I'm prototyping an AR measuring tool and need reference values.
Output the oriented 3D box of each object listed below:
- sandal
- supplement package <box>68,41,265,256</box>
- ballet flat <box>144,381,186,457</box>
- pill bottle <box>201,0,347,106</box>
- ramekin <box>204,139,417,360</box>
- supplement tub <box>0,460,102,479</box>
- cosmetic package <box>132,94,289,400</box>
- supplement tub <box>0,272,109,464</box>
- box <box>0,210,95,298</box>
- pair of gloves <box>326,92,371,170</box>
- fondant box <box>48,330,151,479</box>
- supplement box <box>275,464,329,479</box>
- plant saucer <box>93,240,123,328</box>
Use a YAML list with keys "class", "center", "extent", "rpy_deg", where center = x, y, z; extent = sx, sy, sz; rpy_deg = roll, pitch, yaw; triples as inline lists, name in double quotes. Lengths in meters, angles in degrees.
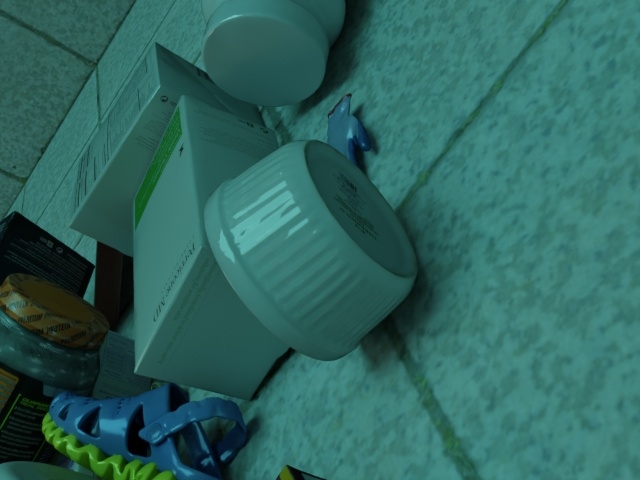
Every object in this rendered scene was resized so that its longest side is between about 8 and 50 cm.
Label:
- class: "sandal"
  center: [-0.197, 0.228, 0.934]
  extent: [0.317, 0.126, 0.138]
  rpy_deg: [12, 67, 36]
- class: "supplement package"
  center: [-0.239, -0.125, 1.251]
  extent: [0.262, 0.199, 0.198]
  rpy_deg: [-52, 30, 18]
- class: "ballet flat"
  center: [-0.219, 0.264, 1.039]
  extent: [0.057, 0.052, 0.168]
  rpy_deg: [-31, 41, 44]
- class: "pill bottle"
  center: [-0.061, -0.388, 1.179]
  extent: [0.210, 0.210, 0.363]
  rpy_deg: [-30, 42, 44]
- class: "ramekin"
  center: [0.000, 0.000, 0.764]
  extent: [0.109, 0.207, 0.207]
  rpy_deg: [-39, 35, 22]
- class: "supplement tub"
  center: [-0.304, 0.429, 0.840]
  extent: [0.241, 0.241, 0.331]
  rpy_deg: [4, 69, 59]
- class: "cosmetic package"
  center: [-0.133, -0.004, 1.008]
  extent: [0.197, 0.155, 0.365]
  rpy_deg: [-59, 26, 24]
- class: "supplement tub"
  center: [-0.430, 0.216, 1.081]
  extent: [0.316, 0.193, 0.193]
  rpy_deg: [-58, 29, 3]
- class: "box"
  center: [-0.595, 0.175, 1.365]
  extent: [0.343, 0.179, 0.312]
  rpy_deg: [-28, 36, 32]
- class: "pair of gloves"
  center: [-0.002, -0.086, 1.019]
  extent: [0.198, 0.023, 0.159]
  rpy_deg: [-44, 35, 37]
- class: "fondant box"
  center: [-0.357, 0.328, 1.165]
  extent: [0.238, 0.096, 0.330]
  rpy_deg: [-41, 36, 33]
- class: "supplement box"
  center: [-0.026, 0.292, 0.650]
  extent: [0.188, 0.104, 0.081]
  rpy_deg: [-57, 28, 8]
- class: "plant saucer"
  center: [-0.377, 0.006, 1.436]
  extent: [0.258, 0.048, 0.259]
  rpy_deg: [-106, 25, -52]
